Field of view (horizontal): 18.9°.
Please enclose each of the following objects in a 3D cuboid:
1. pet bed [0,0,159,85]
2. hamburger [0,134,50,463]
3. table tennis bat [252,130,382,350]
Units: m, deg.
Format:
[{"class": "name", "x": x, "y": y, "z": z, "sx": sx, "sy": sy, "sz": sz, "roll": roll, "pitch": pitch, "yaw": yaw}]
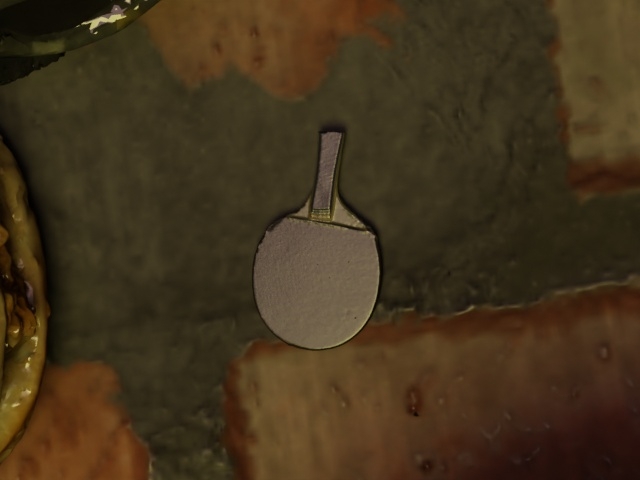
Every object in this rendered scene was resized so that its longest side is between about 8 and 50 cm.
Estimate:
[{"class": "pet bed", "x": -0.143, "y": -0.159, "z": 0.665, "sx": 0.159, "sy": 0.183, "sz": 0.211, "roll": -35, "pitch": 83, "yaw": 8}, {"class": "hamburger", "x": -0.204, "y": 0.030, "z": 0.723, "sx": 0.213, "sy": 0.108, "sz": 0.214, "roll": 1, "pitch": 92, "yaw": 17}, {"class": "table tennis bat", "x": 0.000, "y": 0.000, "z": 0.725, "sx": 0.050, "sy": 0.007, "sz": 0.083, "roll": 6, "pitch": 93, "yaw": 12}]
